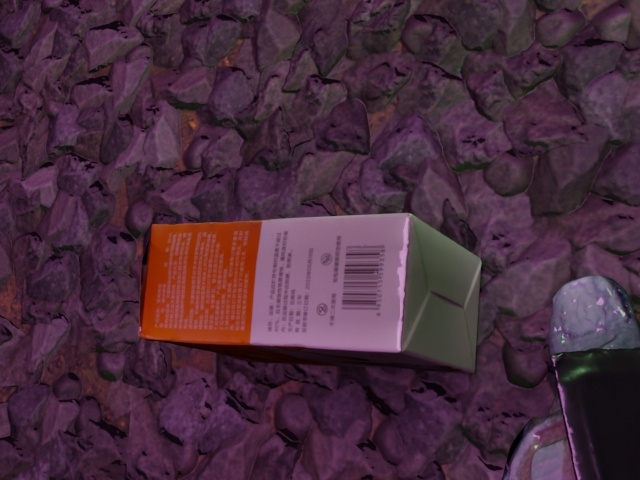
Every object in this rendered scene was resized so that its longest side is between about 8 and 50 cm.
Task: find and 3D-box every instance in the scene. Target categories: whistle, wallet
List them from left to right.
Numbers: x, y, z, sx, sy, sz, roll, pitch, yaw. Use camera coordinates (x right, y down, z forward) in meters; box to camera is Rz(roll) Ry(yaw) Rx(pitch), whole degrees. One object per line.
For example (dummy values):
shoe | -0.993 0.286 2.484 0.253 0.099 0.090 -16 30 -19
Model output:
whistle | 0.285 0.191 0.864 0.189 0.189 0.348 -11 48 27
wallet | 0.358 0.206 0.746 0.041 0.322 0.247 129 137 -59

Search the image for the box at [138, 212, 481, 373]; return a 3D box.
box | -0.012 0.066 1.010 0.341 0.225 0.144 0 76 29
